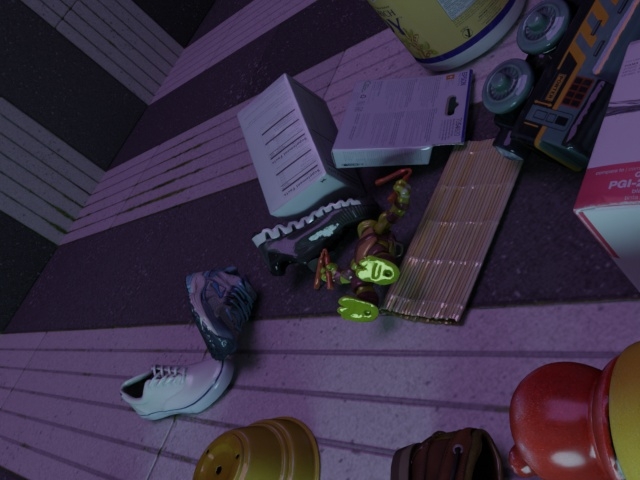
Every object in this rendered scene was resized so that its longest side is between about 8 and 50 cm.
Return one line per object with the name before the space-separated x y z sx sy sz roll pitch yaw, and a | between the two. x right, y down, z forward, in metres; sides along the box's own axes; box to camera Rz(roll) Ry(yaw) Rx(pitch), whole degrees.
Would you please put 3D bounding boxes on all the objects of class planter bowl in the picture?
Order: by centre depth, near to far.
planter bowl | -0.111 0.328 0.821 0.217 0.090 0.217 -33 34 26

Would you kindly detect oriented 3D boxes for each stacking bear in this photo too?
stacking bear | 0.283 0.144 0.461 0.289 0.164 0.175 -18 43 48

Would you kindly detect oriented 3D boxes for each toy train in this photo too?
toy train | 0.348 -0.241 0.757 0.334 0.142 0.190 -62 35 10

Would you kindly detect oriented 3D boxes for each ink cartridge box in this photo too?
ink cartridge box | 0.353 -0.077 0.593 0.092 0.158 0.218 -5 53 52
ink cartridge box | 0.150 -0.215 1.058 0.224 0.045 0.223 0 46 21

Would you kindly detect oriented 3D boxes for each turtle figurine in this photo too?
turtle figurine | 0.070 0.030 0.909 0.269 0.087 0.217 -50 14 26

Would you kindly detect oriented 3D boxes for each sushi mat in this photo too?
sushi mat | 0.197 -0.023 0.873 0.151 0.019 0.316 0 57 51

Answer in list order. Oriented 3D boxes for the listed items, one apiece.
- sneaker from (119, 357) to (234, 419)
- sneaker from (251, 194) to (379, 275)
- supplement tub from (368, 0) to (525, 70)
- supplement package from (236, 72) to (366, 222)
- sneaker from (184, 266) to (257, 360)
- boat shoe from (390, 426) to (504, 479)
sneaker | -0.269 0.264 1.088 0.258 0.091 0.094 -28 37 29
sneaker | 0.000 0.000 1.050 0.234 0.078 0.106 -20 77 11
supplement tub | 0.190 -0.502 1.087 0.241 0.331 0.241 -33 35 27
supplement package | -0.039 -0.162 1.127 0.134 0.139 0.244 -34 59 24
sneaker | -0.176 0.113 1.106 0.122 0.110 0.283 -22 25 -9
boat shoe | 0.125 0.304 0.523 0.104 0.111 0.307 -33 35 27
